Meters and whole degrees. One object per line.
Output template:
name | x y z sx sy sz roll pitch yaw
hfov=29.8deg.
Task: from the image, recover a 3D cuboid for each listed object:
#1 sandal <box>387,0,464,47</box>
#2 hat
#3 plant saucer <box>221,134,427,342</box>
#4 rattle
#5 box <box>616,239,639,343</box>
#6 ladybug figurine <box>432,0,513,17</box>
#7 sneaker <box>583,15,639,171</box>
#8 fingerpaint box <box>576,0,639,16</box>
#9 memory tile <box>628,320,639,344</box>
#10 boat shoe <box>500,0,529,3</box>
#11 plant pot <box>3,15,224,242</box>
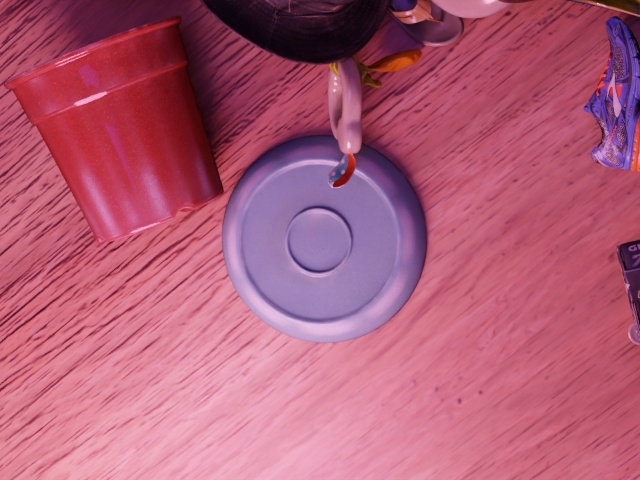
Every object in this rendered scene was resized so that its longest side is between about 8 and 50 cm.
sandal | 0.129 -0.348 1.750 0.180 0.049 0.072 45 101 4
hat | -0.013 -0.399 1.618 0.331 0.134 0.331 1 89 -27
plant saucer | 0.000 0.000 1.807 0.317 0.044 0.317 1 94 10
rattle | 0.076 -0.173 1.747 0.143 0.130 0.199 0 71 -28
box | 0.576 0.101 1.623 0.295 0.073 0.293 -16 121 12
ladybug figurine | 0.211 -0.528 1.630 0.305 0.162 0.449 -8 93 54
sneaker | 0.413 -0.205 1.695 0.087 0.083 0.221 -3 92 16
fingerpaint box | 0.481 -0.353 1.483 0.371 0.445 0.163 14 98 9
memory tile | 0.523 0.102 1.731 0.148 0.012 0.113 8 96 11
boat shoe | 0.289 -0.337 1.258 0.257 0.095 0.095 -22 79 8
plant pot | -0.279 -0.153 1.749 0.272 0.272 0.265 -20 99 12
